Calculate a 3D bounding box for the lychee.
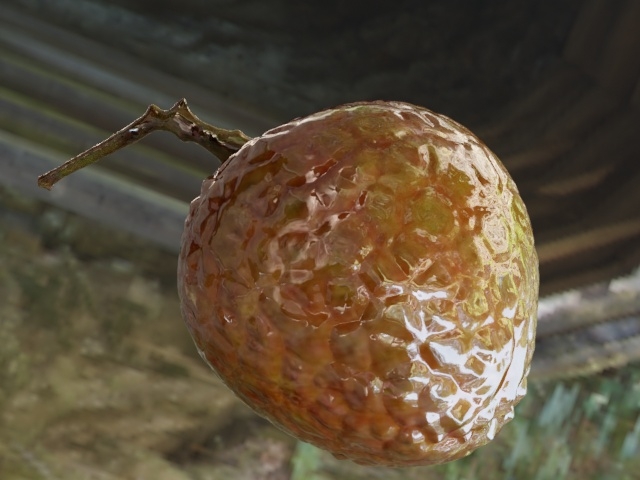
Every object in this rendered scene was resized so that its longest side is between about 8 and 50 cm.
[{"bbox_3d":[0.003,0.002,0.464,0.114,0.140,0.101,-28,171,-17],"label":"lychee"}]
